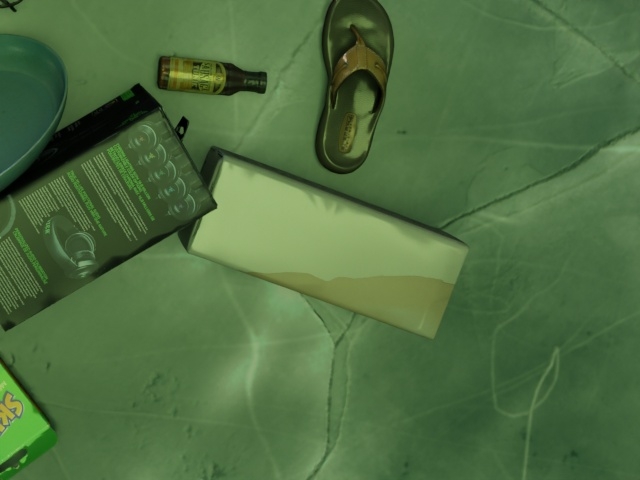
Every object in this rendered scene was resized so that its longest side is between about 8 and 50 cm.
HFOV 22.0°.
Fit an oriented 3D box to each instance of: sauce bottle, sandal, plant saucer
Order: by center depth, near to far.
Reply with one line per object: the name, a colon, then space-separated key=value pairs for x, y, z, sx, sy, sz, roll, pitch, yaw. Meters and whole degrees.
plant saucer: x=-0.416 y=-0.112 z=1.781 sx=0.317 sy=0.317 sz=0.044 roll=-24 pitch=130 yaw=-6
sauce bottle: x=-0.127 y=-0.192 z=1.935 sx=0.128 sy=0.042 sz=0.042 roll=3 pitch=98 yaw=-10
sandal: x=0.039 y=-0.186 z=1.955 sx=0.090 sy=0.060 sz=0.219 roll=10 pitch=97 yaw=-11

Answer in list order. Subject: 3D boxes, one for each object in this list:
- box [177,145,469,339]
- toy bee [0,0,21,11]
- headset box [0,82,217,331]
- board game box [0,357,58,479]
box: x=0.000 y=0.000 z=1.934 sx=0.311 sy=0.148 sz=0.121 roll=20 pitch=95 yaw=-11
toy bee: x=-0.475 y=-0.228 z=1.798 sx=0.162 sy=0.298 sz=0.195 roll=-14 pitch=79 yaw=33
headset box: x=-0.261 y=-0.049 z=1.826 sx=0.283 sy=0.246 sz=0.131 roll=-30 pitch=105 yaw=-4
board game box: x=-0.432 y=0.170 z=1.937 sx=0.124 sy=0.039 sz=0.259 roll=-36 pitch=100 yaw=-3
